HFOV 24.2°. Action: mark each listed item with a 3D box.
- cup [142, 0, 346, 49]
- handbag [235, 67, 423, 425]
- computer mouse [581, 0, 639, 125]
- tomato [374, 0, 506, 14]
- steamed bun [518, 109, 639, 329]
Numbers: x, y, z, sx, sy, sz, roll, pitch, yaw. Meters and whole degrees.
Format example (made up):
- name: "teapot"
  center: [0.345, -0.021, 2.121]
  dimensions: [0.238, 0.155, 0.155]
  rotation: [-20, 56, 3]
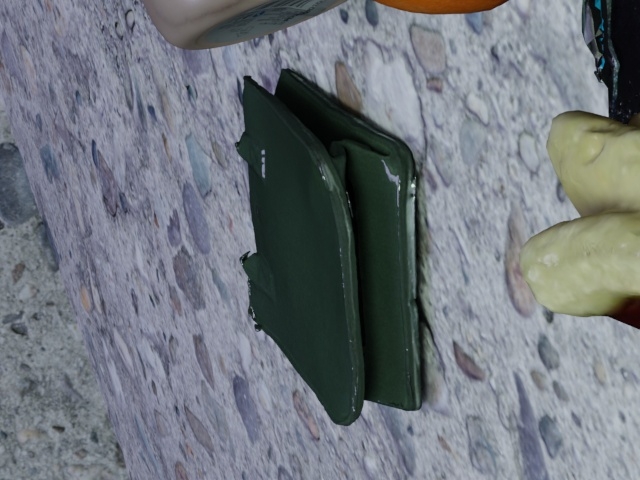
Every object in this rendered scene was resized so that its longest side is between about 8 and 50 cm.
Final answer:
- name: "cup"
  center: [-0.059, -0.256, 1.107]
  dimensions: [0.253, 0.191, 0.200]
  rotation: [-17, -93, -81]
- name: "handbag"
  center: [-0.002, 0.001, 1.262]
  dimensions: [0.260, 0.079, 0.248]
  rotation: [-137, 38, -59]
- name: "computer mouse"
  center: [0.187, -0.117, 0.684]
  dimensions: [0.146, 0.077, 0.242]
  rotation: [-135, 38, -52]
- name: "tomato"
  center: [0.064, -0.235, 0.698]
  dimensions: [0.260, 0.180, 0.260]
  rotation: [-59, 13, 22]
- name: "steamed bun"
  center: [0.244, 0.101, 0.515]
  dimensions: [0.428, 0.189, 0.247]
  rotation: [23, 163, 48]
